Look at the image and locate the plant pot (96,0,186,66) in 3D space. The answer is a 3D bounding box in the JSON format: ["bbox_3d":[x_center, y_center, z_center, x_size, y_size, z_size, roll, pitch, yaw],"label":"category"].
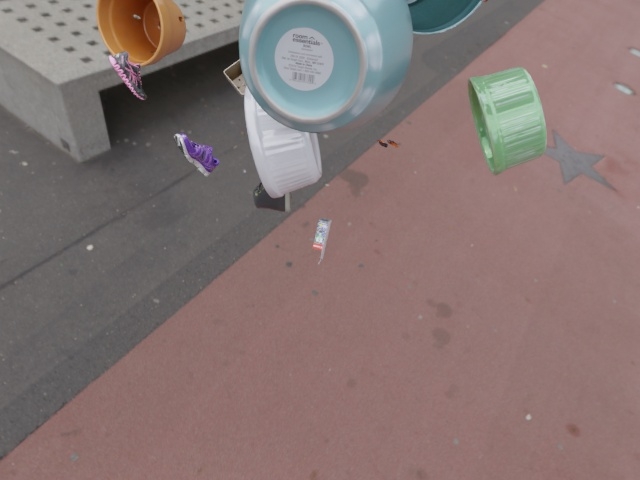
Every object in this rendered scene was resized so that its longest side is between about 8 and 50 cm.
[{"bbox_3d":[-0.647,-0.811,1.589,0.291,0.290,0.203,26,31,9],"label":"plant pot"}]

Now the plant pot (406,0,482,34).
[{"bbox_3d":[0.211,-0.616,0.934,0.293,0.292,0.196,4,26,-12],"label":"plant pot"}]

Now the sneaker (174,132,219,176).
[{"bbox_3d":[-0.333,-0.244,1.152,0.071,0.170,0.068,-39,67,0],"label":"sneaker"}]

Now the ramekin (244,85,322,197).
[{"bbox_3d":[-0.078,-0.243,0.999,0.127,0.272,0.272,-10,49,7],"label":"ramekin"}]

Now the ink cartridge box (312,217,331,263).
[{"bbox_3d":[0.000,0.000,1.123,0.029,0.115,0.063,14,11,7],"label":"ink cartridge box"}]

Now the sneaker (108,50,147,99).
[{"bbox_3d":[-0.447,-0.395,1.014,0.057,0.119,0.047,-38,46,-11],"label":"sneaker"}]

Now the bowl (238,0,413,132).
[{"bbox_3d":[-0.006,-0.301,0.691,0.312,0.311,0.163,16,35,0],"label":"bowl"}]

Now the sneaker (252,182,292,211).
[{"bbox_3d":[-0.149,-0.181,1.278,0.118,0.221,0.083,1,34,1],"label":"sneaker"}]

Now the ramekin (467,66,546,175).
[{"bbox_3d":[0.554,-0.360,1.265,0.148,0.303,0.303,-16,46,18],"label":"ramekin"}]

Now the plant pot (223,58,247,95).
[{"bbox_3d":[-0.294,-0.612,1.617,0.109,0.096,0.109,-41,98,-11],"label":"plant pot"}]

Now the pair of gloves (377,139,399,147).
[{"bbox_3d":[0.294,-0.422,1.852,0.083,0.010,0.074,10,-7,39],"label":"pair of gloves"}]
